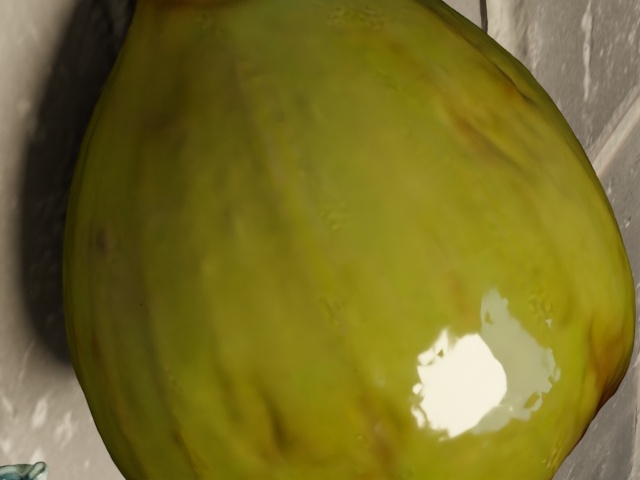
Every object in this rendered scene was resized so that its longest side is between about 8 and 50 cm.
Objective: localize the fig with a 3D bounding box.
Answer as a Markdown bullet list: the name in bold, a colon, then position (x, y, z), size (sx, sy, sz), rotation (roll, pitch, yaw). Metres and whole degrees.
- **fig**: position (0.000, 0.000, 0.677), size (0.239, 0.239, 0.271), rotation (-41, 116, -43)

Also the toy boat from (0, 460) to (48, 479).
- **toy boat**: position (-0.157, 0.145, 0.666), size (0.137, 0.060, 0.061), rotation (-47, 172, -28)
